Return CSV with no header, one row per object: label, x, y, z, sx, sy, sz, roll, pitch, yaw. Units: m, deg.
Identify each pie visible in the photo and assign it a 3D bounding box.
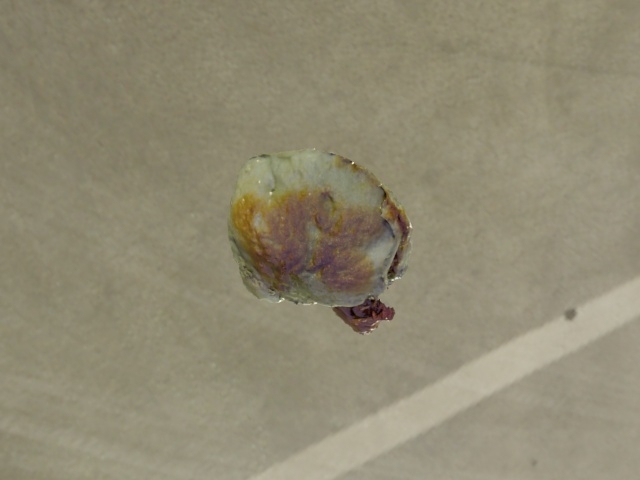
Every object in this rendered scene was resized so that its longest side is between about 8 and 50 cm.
pie,-0.001,-0.009,1.635,0.274,0.105,0.257,18,120,7
